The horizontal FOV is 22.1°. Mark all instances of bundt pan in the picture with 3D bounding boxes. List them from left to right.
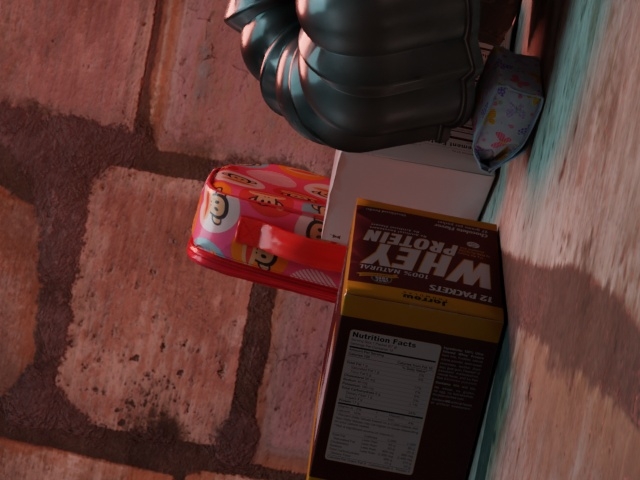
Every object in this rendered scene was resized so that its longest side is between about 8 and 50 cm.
[{"bbox_3d":[0.000,-0.220,1.365,0.331,0.124,0.331,55,156,38],"label":"bundt pan"}]

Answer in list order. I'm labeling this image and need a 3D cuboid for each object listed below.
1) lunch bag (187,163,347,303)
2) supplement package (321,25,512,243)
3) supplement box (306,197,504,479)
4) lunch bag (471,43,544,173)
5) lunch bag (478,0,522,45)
[{"bbox_3d":[0.000,0.000,1.859,0.258,0.293,0.120,-83,9,-81],"label":"lunch bag"},{"bbox_3d":[0.096,-0.117,1.626,0.194,0.149,0.203,103,177,-64],"label":"supplement package"},{"bbox_3d":[0.071,0.097,1.398,0.191,0.129,0.194,-81,2,-65],"label":"supplement box"},{"bbox_3d":[0.150,-0.106,1.340,0.071,0.053,0.083,-85,15,-55],"label":"lunch bag"},{"bbox_3d":[0.140,-0.365,1.449,0.235,0.169,0.287,105,-179,-61],"label":"lunch bag"}]
